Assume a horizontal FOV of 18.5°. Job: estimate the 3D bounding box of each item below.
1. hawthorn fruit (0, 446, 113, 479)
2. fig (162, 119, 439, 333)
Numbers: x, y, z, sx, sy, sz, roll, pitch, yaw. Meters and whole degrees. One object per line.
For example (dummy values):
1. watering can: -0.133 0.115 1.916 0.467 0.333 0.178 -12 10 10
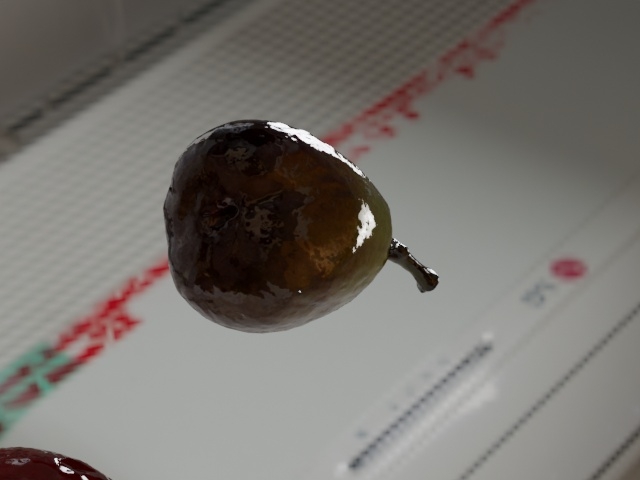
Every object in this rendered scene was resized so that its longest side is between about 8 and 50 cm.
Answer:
1. hawthorn fruit: -0.197 0.219 1.195 0.230 0.266 0.210 -23 -113 -28
2. fig: 0.002 0.000 1.608 0.274 0.145 0.170 13 -116 -41
